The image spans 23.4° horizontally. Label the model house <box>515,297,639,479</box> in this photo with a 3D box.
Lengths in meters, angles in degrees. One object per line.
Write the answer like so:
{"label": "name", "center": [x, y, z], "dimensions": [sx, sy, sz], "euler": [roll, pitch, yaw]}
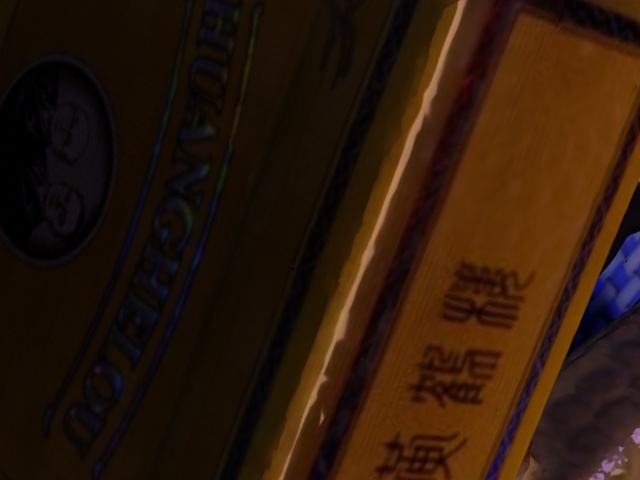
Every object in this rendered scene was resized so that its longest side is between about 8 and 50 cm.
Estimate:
{"label": "model house", "center": [0.169, 0.159, 0.846], "dimensions": [0.196, 0.160, 0.254], "euler": [-39, 131, -17]}

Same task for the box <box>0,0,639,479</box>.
{"label": "box", "center": [-0.058, -0.027, 0.443], "dimensions": [0.084, 0.301, 0.193], "euler": [9, 106, -41]}

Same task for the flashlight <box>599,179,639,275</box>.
{"label": "flashlight", "center": [0.116, -0.019, 0.746], "dimensions": [0.424, 0.103, 0.103], "euler": [-51, 135, -6]}
